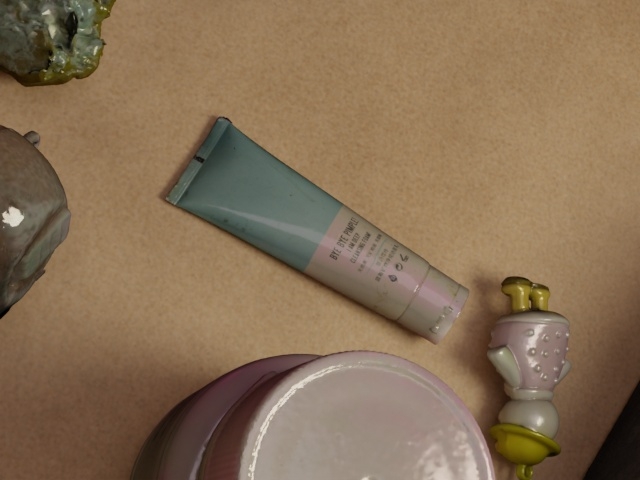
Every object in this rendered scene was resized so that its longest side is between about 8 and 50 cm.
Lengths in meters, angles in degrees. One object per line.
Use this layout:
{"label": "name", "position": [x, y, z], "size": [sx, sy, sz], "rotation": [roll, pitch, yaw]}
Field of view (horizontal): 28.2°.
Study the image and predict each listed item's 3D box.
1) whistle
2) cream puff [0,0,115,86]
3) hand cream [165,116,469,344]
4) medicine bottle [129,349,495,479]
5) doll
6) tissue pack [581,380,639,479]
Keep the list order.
{"label": "whistle", "position": [-0.342, 0.018, 1.075], "size": [0.189, 0.189, 0.348], "rotation": [35, 51, -7]}
{"label": "cream puff", "position": [-0.265, -0.227, 1.230], "size": [0.121, 0.156, 0.156], "rotation": [14, 64, 29]}
{"label": "hand cream", "position": [0.000, 0.000, 1.295], "size": [0.312, 0.070, 0.111], "rotation": [32, 68, 0]}
{"label": "medicine bottle", "position": [-0.014, 0.221, 1.074], "size": [0.256, 0.325, 0.256], "rotation": [6, 73, -20]}
{"label": "doll", "position": [0.215, 0.143, 1.312], "size": [0.129, 0.081, 0.207], "rotation": [16, 73, -42]}
{"label": "tissue pack", "position": [0.400, 0.186, 1.253], "size": [0.124, 0.288, 0.394], "rotation": [39, 67, -4]}
